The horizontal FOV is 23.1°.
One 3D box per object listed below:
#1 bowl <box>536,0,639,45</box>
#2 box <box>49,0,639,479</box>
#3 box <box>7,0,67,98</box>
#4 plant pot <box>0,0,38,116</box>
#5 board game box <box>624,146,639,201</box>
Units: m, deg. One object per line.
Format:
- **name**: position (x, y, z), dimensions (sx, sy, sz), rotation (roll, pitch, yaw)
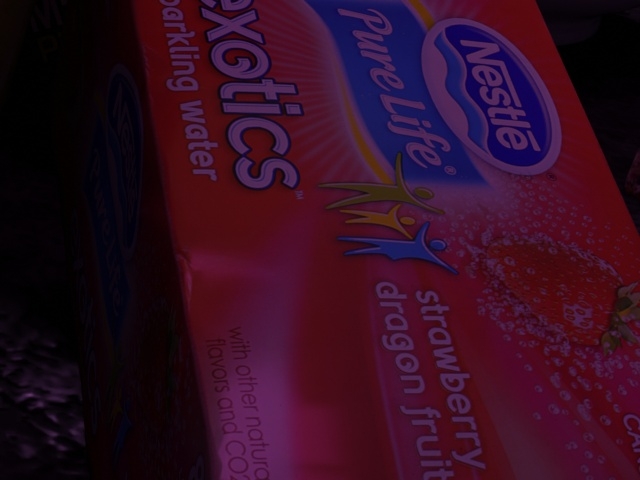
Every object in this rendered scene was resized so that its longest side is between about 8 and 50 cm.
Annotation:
- **bowl**: position (0.113, -0.204, 0.935), dimensions (0.297, 0.134, 0.298), rotation (8, 28, -5)
- **box**: position (0.000, 0.000, 0.447), dimensions (0.128, 0.123, 0.257), rotation (2, 47, -18)
- **box**: position (-0.015, -0.133, 0.696), dimensions (0.270, 0.060, 0.216), rotation (-9, 15, 33)
- **plant pot**: position (-0.261, -0.132, 0.476), dimensions (0.353, 0.366, 0.366), rotation (15, 26, -16)
- **board game box**: position (0.271, -0.023, 0.424), dimensions (0.232, 0.141, 0.291), rotation (32, 19, 38)
